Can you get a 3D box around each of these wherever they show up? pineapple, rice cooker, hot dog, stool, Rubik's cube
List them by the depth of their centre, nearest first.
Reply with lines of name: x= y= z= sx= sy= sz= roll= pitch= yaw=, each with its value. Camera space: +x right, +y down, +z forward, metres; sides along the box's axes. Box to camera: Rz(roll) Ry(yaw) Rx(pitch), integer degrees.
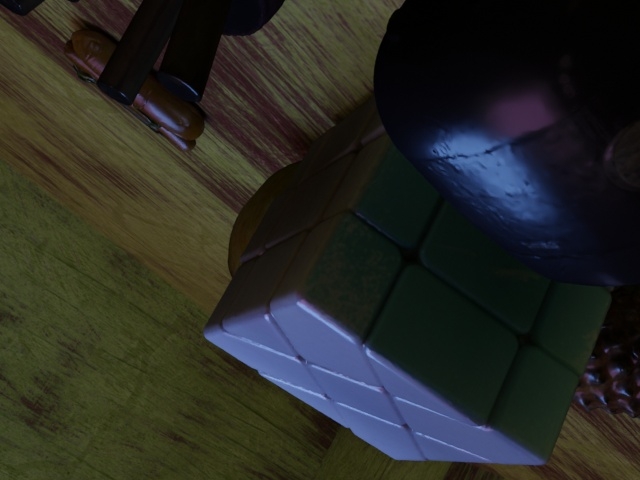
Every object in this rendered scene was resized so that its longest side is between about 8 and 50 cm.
rice cooker: x=0.178 y=-0.118 z=0.611 sx=0.224 sy=0.267 sz=0.267 roll=45 pitch=160 yaw=-20
stool: x=-0.184 y=-0.265 z=0.913 sx=0.272 sy=0.179 sz=0.272 roll=29 pitch=165 yaw=8
Rubik's cube: x=0.106 y=0.043 z=1.030 sx=0.321 sy=0.316 sz=0.318 roll=36 pitch=157 yaw=-13
pineapple: x=0.455 y=0.161 z=1.134 sx=0.361 sy=0.175 sz=0.175 roll=15 pitch=163 yaw=1
hot dog: x=-0.287 y=-0.230 z=1.394 sx=0.249 sy=0.068 sz=0.100 roll=37 pitch=163 yaw=-21

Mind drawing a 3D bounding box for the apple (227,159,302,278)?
apple: x=-0.001 y=-0.002 z=1.303 sx=0.246 sy=0.226 sz=0.246 roll=22 pitch=171 yaw=4
